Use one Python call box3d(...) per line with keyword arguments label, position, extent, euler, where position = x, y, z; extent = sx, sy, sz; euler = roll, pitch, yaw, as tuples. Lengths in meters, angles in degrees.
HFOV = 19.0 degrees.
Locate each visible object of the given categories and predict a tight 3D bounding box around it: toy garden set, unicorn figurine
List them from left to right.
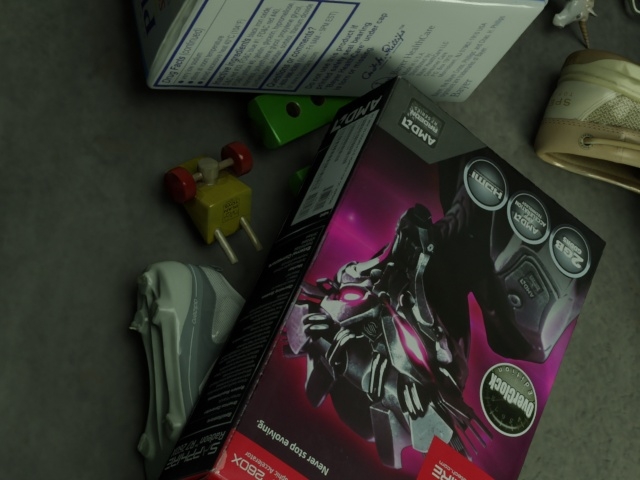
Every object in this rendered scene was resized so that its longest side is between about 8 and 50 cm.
box3d(label="toy garden set", position=(0.000, 0.000, 1.515), extent=(0.204, 0.049, 0.244), euler=(-28, 89, -34))
box3d(label="unicorn figurine", position=(0.176, -0.234, 1.674), extent=(0.111, 0.060, 0.162), euler=(-24, 86, -31))

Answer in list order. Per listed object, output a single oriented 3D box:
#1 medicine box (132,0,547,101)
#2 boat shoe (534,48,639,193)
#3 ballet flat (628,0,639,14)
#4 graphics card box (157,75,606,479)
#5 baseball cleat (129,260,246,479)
box3d(label="medicine box", position=(-0.005, -0.261, 1.507), extent=(0.289, 0.149, 0.263), euler=(1, 62, -26))
box3d(label="boat shoe", position=(0.350, -0.046, 1.663), extent=(0.341, 0.121, 0.110), euler=(24, 75, 2))
box3d(label="ballet flat", position=(0.322, -0.208, 1.751), extent=(0.067, 0.073, 0.206), euler=(-28, 85, -4))
box3d(label="graphics card box", position=(0.055, 0.089, 1.424), extent=(0.233, 0.094, 0.371), euler=(37, 56, -18))
box3d(label="baseball cleat", position=(-0.083, 0.114, 1.420), extent=(0.109, 0.072, 0.206), euler=(4, 76, -34))
